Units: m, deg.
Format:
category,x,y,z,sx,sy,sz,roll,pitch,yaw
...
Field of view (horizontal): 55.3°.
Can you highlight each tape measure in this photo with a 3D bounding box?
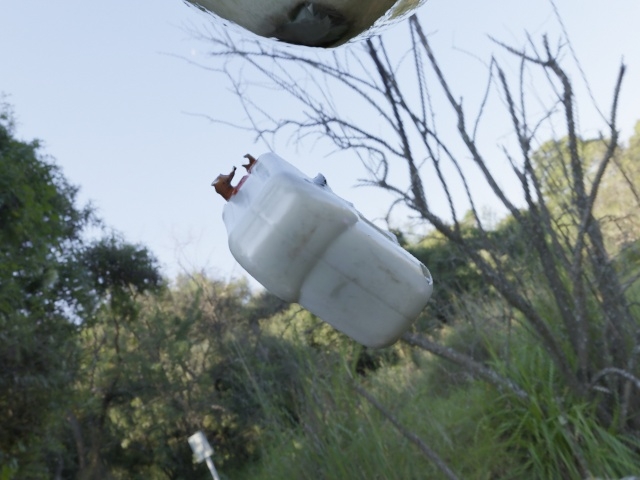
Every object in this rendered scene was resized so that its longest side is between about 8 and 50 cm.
category,x,y,z,sx,sy,sz,roll,pitch,yaw
tape measure,0.000,0.000,0.722,0.130,0.265,0.258,-55,16,4

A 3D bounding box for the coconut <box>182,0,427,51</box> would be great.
category,x,y,z,sx,sy,sz,roll,pitch,yaw
coconut,-0.006,-0.216,0.386,0.202,0.221,0.202,2,-23,1
